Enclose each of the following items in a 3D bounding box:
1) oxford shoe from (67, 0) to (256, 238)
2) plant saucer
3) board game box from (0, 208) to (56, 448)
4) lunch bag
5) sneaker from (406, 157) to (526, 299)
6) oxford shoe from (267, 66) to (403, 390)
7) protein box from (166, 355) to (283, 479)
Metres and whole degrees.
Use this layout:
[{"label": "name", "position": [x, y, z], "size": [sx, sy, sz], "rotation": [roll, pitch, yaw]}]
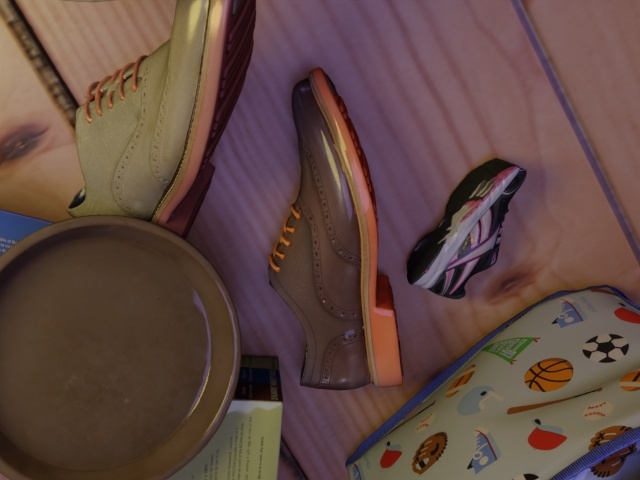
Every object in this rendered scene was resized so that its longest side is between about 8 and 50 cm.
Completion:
[{"label": "oxford shoe", "position": [-0.165, -0.116, 0.977], "size": [0.147, 0.140, 0.397], "rotation": [23, 133, -3]}, {"label": "plant saucer", "position": [-0.213, 0.112, 0.987], "size": [0.278, 0.041, 0.277], "rotation": [-2, 94, -24]}, {"label": "board game box", "position": [-0.400, 0.070, 0.961], "size": [0.347, 0.078, 0.233], "rotation": [16, 72, -39]}, {"label": "lunch bag", "position": [0.248, 0.242, 1.069], "size": [0.239, 0.328, 0.385], "rotation": [42, 97, -18]}, {"label": "sneaker", "position": [0.175, -0.010, 1.146], "size": [0.077, 0.072, 0.178], "rotation": [31, 108, -23]}, {"label": "oxford shoe", "position": [0.000, 0.000, 1.099], "size": [0.133, 0.130, 0.363], "rotation": [-10, 104, 5]}, {"label": "protein box", "position": [-0.150, 0.240, 1.137], "size": [0.201, 0.136, 0.199], "rotation": [3, 104, -5]}]
